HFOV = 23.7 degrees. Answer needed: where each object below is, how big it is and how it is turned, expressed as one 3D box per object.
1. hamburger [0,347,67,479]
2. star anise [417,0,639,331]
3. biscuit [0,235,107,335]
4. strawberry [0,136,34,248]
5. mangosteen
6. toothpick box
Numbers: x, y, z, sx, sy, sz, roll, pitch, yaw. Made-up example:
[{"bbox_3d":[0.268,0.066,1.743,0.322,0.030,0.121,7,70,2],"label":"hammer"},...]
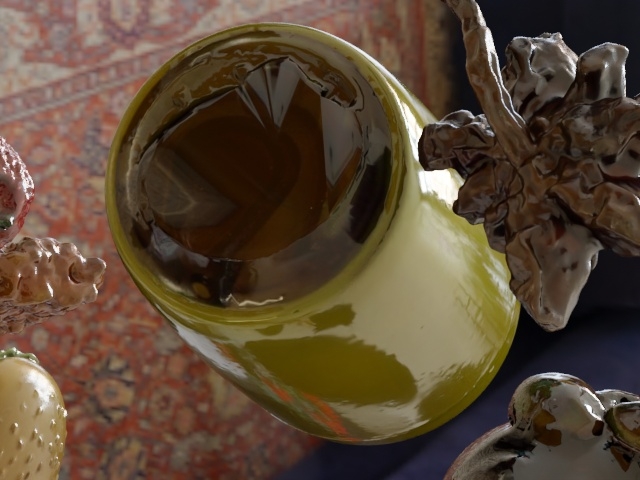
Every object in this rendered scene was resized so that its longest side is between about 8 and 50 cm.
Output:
[{"bbox_3d":[-0.420,0.240,1.801,0.274,0.212,0.274,-50,150,-44],"label":"hamburger"},{"bbox_3d":[0.073,-0.052,0.578,0.070,0.190,0.097,18,117,-37],"label":"star anise"},{"bbox_3d":[-0.493,0.069,2.083,0.318,0.312,0.110,5,74,-42],"label":"biscuit"},{"bbox_3d":[-0.336,-0.049,1.419,0.131,0.148,0.131,-4,102,-17],"label":"strawberry"},{"bbox_3d":[0.233,0.239,1.253,0.287,0.288,0.233,-60,160,-29],"label":"mangosteen"},{"bbox_3d":[0.000,0.000,0.760,0.271,0.175,0.175,48,56,-69],"label":"toothpick box"}]
